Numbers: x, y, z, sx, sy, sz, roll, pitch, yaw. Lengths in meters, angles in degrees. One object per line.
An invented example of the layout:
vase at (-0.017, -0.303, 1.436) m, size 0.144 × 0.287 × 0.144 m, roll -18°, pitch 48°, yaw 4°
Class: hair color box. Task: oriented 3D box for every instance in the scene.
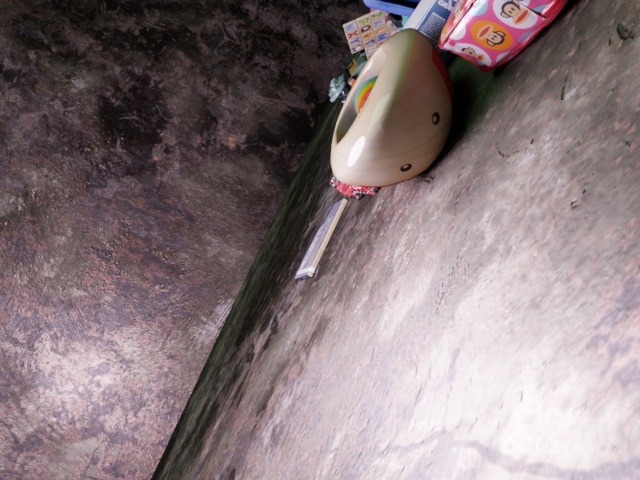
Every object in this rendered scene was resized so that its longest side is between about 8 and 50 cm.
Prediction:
hair color box at (0.278, -0.492, 1.546) m, size 0.347 × 0.105 × 0.174 m, roll -52°, pitch 14°, yaw 52°

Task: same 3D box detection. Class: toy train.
toy train at (0.126, -0.504, 2.386) m, size 0.190 × 0.142 × 0.334 m, roll -51°, pitch 12°, yaw 15°

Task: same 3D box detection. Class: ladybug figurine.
ladybug figurine at (0.140, -0.237, 1.405) m, size 0.305 × 0.161 × 0.449 m, roll -60°, pitch 10°, yaw 20°

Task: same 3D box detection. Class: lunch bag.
lunch bag at (0.305, -0.415, 1.122) m, size 0.258 × 0.120 × 0.293 m, roll -65°, pitch 9°, yaw -16°

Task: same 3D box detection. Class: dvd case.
dvd case at (0.000, 0.000, 1.981) m, size 0.221 × 0.018 × 0.164 m, roll -65°, pitch 9°, yaw -11°

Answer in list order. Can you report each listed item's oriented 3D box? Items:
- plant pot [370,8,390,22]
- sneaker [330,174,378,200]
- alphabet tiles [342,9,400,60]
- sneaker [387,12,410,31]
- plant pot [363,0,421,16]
plant pot at (0.234, -0.738, 2.294) m, size 0.201 × 0.201 × 0.180 m, roll -82°, pitch 6°, yaw -65°
sneaker at (0.090, -0.174, 1.705) m, size 0.125 × 0.104 × 0.262 m, roll -62°, pitch 9°, yaw -6°
alphabet tiles at (0.175, -0.595, 2.149) m, size 0.198 × 0.009 × 0.237 m, roll -23°, pitch -18°, yaw 5°
sneaker at (0.268, -0.621, 1.926) m, size 0.108 × 0.121 × 0.302 m, roll -65°, pitch 10°, yaw -23°
plant pot at (0.215, -0.644, 1.696) m, size 0.212 × 0.235 × 0.236 m, roll 110°, pitch 167°, yaw -52°
